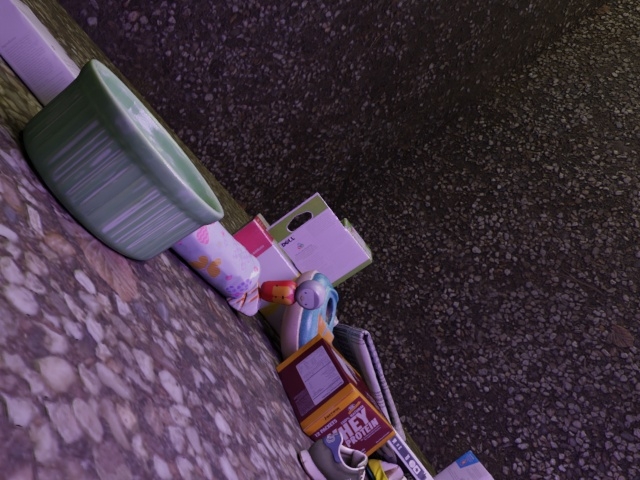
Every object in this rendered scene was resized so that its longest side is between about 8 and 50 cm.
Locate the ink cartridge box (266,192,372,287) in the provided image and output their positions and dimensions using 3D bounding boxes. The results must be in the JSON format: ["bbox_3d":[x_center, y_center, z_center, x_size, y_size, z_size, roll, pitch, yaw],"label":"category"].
[{"bbox_3d":[0.000,0.000,1.417,0.255,0.189,0.097,52,15,-16],"label":"ink cartridge box"}]

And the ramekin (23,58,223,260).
[{"bbox_3d":[-0.306,-0.113,0.784,0.303,0.148,0.303,52,-1,1],"label":"ramekin"}]

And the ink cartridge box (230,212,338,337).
[{"bbox_3d":[-0.135,0.121,1.510,0.384,0.160,0.279,52,0,-7],"label":"ink cartridge box"}]

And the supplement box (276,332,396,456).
[{"bbox_3d":[0.031,0.347,1.078,0.191,0.129,0.194,52,-1,-33],"label":"supplement box"}]

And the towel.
[{"bbox_3d":[0.110,0.390,1.405,0.324,0.056,0.312,70,-18,-3],"label":"towel"}]

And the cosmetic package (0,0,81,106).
[{"bbox_3d":[-0.527,-0.341,0.934,0.231,0.085,0.117,54,-2,-13],"label":"cosmetic package"}]

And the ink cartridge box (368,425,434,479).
[{"bbox_3d":[0.194,0.569,1.253,0.208,0.045,0.206,50,-28,10],"label":"ink cartridge box"}]

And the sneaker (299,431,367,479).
[{"bbox_3d":[0.052,0.403,0.842,0.192,0.086,0.064,53,-1,-18],"label":"sneaker"}]

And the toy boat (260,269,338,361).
[{"bbox_3d":[-0.028,0.180,1.214,0.318,0.148,0.267,61,36,-58],"label":"toy boat"}]

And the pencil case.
[{"bbox_3d":[-0.239,0.010,1.059,0.273,0.114,0.124,55,20,-42],"label":"pencil case"}]

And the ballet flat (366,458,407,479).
[{"bbox_3d":[0.162,0.563,1.150,0.077,0.077,0.231,54,-1,-2],"label":"ballet flat"}]

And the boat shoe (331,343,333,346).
[{"bbox_3d":[0.018,0.396,1.663,0.084,0.095,0.258,44,-18,53],"label":"boat shoe"}]

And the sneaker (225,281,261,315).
[{"bbox_3d":[-0.186,0.115,1.194,0.215,0.084,0.083,53,-9,52],"label":"sneaker"}]

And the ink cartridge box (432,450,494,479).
[{"bbox_3d":[0.361,0.699,1.262,0.168,0.233,0.171,54,-1,3],"label":"ink cartridge box"}]
